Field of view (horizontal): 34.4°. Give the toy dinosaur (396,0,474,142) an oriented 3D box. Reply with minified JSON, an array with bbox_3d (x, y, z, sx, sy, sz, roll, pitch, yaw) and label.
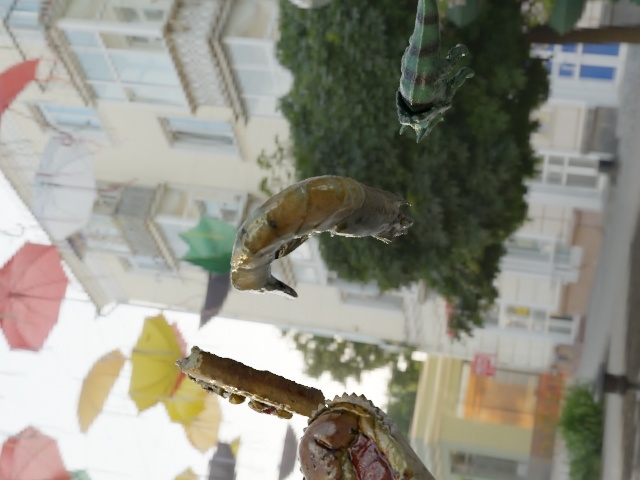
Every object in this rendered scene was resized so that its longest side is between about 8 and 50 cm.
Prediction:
[{"bbox_3d":[0.156,-0.252,1.429,0.120,0.079,0.292,-37,-34,-37],"label":"toy dinosaur"}]

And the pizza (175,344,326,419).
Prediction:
[{"bbox_3d":[-0.159,0.234,1.751,0.251,0.287,0.074,33,-110,-45],"label":"pizza"}]

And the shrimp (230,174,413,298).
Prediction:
[{"bbox_3d":[0.000,0.000,0.933,0.217,0.051,0.150,5,-46,-52],"label":"shrimp"}]

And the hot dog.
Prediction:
[{"bbox_3d":[0.066,0.255,0.928,0.253,0.131,0.069,59,-164,16],"label":"hot dog"}]
